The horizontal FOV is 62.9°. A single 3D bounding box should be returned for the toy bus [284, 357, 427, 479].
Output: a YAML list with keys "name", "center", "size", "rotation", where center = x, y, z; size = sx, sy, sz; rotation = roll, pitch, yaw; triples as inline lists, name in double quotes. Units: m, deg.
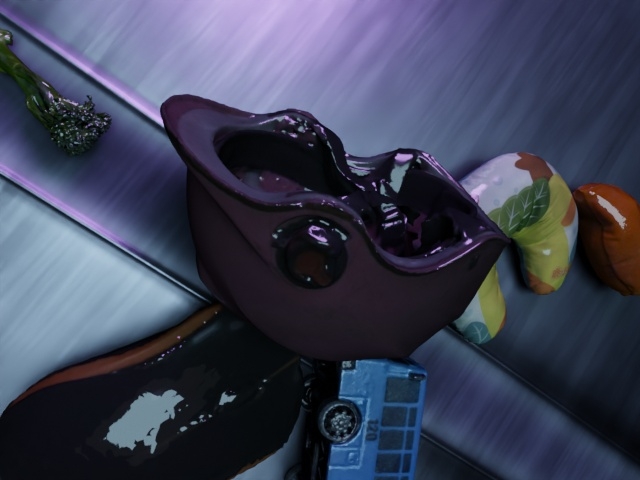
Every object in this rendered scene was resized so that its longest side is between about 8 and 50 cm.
- name: "toy bus"
  center: [0.042, 0.230, 0.593]
  size: [0.133, 0.116, 0.234]
  rotation: [8, 90, -15]

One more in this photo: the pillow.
- name: "pillow"
  center: [0.233, 0.003, 0.669]
  size: [0.233, 0.086, 0.214]
  rotation: [-31, 110, -17]

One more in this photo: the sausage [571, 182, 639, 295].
- name: "sausage"
  center: [0.401, -0.007, 0.712]
  size: [0.089, 0.089, 0.179]
  rotation: [-36, 106, -13]

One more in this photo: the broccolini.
- name: "broccolini"
  center: [-0.306, -0.171, 0.509]
  size: [0.216, 0.067, 0.058]
  rotation: [45, 41, -13]

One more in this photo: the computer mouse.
- name: "computer mouse"
  center: [-0.163, 0.185, 0.531]
  size: [0.323, 0.116, 0.183]
  rotation: [-23, 101, -15]

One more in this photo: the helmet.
- name: "helmet"
  center: [0.000, 0.000, 0.517]
  size: [0.338, 0.271, 0.197]
  rotation: [11, 118, -16]
